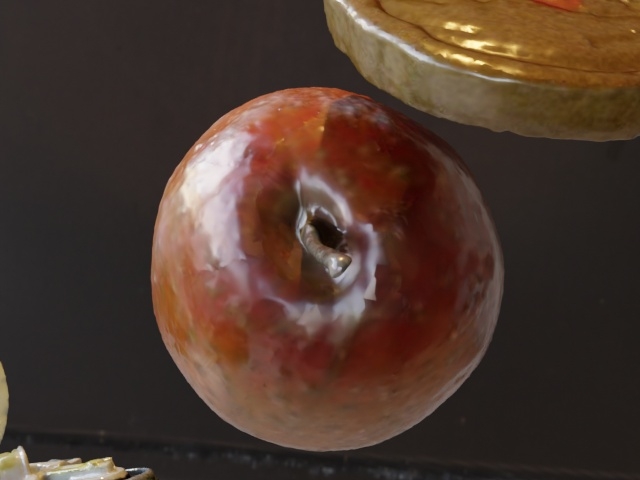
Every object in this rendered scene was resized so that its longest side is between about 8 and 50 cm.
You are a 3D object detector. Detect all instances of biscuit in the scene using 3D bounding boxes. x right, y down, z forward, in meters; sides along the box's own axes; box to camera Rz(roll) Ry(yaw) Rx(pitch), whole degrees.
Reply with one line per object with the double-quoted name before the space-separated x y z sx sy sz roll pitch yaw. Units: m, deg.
"biscuit" 0.128 -0.126 0.656 0.257 0.049 0.273 6 31 -3

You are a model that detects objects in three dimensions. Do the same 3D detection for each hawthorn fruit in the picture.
"hawthorn fruit" 0.006 0.002 0.778 0.231 0.263 0.235 -21 52 -33

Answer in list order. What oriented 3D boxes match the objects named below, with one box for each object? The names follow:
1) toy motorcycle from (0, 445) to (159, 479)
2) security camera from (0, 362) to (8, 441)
"toy motorcycle" -0.204 0.159 0.676 0.229 0.074 0.151 -10 -1 33
"security camera" -0.404 0.154 1.078 0.195 0.194 0.236 -9 -7 -37
